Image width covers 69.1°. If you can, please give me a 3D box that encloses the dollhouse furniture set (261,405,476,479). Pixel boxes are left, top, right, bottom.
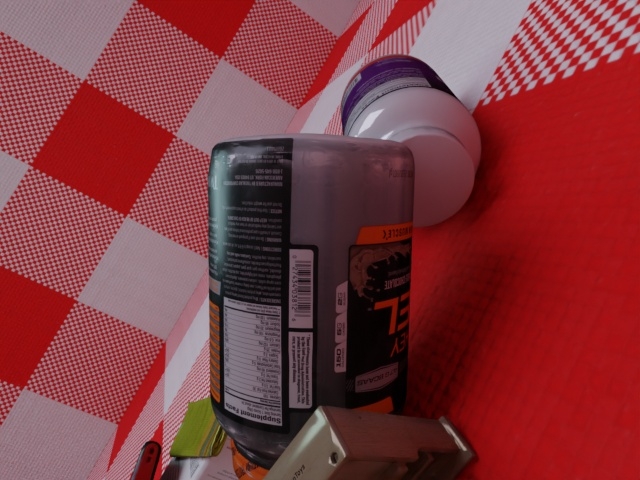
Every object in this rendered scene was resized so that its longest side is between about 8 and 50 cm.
[{"bbox_3d":[0.082,0.243,0.305,0.212,0.161,0.242,-55,40,14],"label":"dollhouse furniture set"}]

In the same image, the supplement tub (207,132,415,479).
[{"bbox_3d":[-0.011,0.068,0.484,0.207,0.207,0.337,-154,64,-73],"label":"supplement tub"}]

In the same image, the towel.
[{"bbox_3d":[-0.195,0.301,0.761,0.237,0.021,0.102,-35,27,51],"label":"towel"}]

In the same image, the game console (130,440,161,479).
[{"bbox_3d":[-0.358,0.550,0.811,0.386,0.060,0.341,124,158,-55],"label":"game console"}]

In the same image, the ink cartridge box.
[{"bbox_3d":[-0.194,0.404,0.790,0.237,0.100,0.172,-59,17,0],"label":"ink cartridge box"}]

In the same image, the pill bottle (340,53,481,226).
[{"bbox_3d":[0.123,-0.154,0.687,0.181,0.182,0.322,-51,20,27],"label":"pill bottle"}]
